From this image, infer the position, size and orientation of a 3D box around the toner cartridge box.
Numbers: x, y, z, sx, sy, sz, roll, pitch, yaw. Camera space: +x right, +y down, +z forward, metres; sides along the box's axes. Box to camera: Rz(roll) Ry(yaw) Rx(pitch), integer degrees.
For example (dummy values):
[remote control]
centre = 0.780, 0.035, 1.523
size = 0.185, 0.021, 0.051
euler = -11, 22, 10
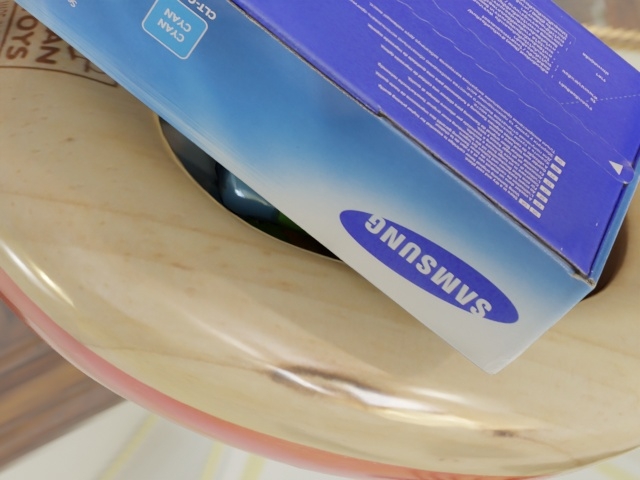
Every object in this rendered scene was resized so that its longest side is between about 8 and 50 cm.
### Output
[toner cartridge box]
centre = -0.017, -0.111, 0.695
size = 0.075, 0.348, 0.165
euler = -49, -176, 40

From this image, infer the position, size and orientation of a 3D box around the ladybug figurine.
[ladybug figurine]
centre = 0.000, 0.000, 0.846
size = 0.449, 0.162, 0.305
euler = 19, -137, -11
